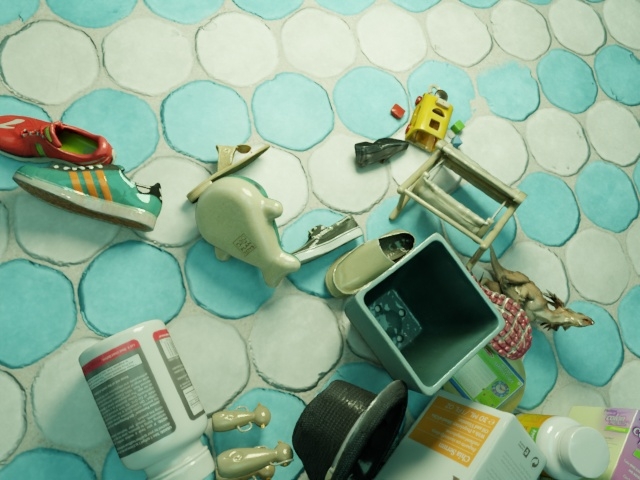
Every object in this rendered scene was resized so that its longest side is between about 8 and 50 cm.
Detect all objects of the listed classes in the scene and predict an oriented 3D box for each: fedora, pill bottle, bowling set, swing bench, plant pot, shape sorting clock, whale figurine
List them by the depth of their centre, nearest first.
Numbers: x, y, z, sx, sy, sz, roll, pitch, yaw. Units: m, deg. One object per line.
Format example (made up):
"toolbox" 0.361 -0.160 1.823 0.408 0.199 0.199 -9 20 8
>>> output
"pill bottle" -0.332 0.333 1.042 0.176 0.176 0.319 -24 82 -20
"fedora" 0.043 0.397 1.068 0.152 0.334 0.334 30 66 26
"bowling set" -0.133 0.494 1.079 0.154 0.200 0.287 -3 32 -16
"plant pot" 0.198 0.176 1.189 0.247 0.252 0.248 -35 86 -22
"pill bottle" 0.524 0.468 1.201 0.136 0.246 0.137 4 74 -14
"whale figurine" -0.155 -0.026 1.208 0.272 0.216 0.141 48 26 -6
"shape sorting clock" 0.399 0.336 1.293 0.206 0.040 0.206 0 86 2
"swing bench" 0.352 -0.104 1.328 0.253 0.165 0.255 37 69 14

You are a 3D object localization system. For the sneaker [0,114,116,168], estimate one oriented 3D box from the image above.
"sneaker" -0.592 -0.229 1.156 0.278 0.118 0.107 11 72 -12

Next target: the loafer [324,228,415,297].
"loafer" 0.127 0.044 1.291 0.268 0.092 0.102 -34 86 -21

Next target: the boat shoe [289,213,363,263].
"boat shoe" 0.000 0.000 1.282 0.219 0.078 0.070 -25 84 -28

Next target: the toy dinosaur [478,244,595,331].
"toy dinosaur" 0.529 0.140 1.362 0.200 0.127 0.296 -11 56 -34

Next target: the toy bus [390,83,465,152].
"toy bus" 0.310 -0.346 1.442 0.190 0.104 0.202 -22 82 -20

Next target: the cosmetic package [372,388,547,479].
"cosmetic package" 0.233 0.553 1.092 0.453 0.230 0.161 -47 110 -22

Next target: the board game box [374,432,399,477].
"board game box" 0.088 0.472 1.199 0.186 0.026 0.126 8 74 -13

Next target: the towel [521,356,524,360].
"towel" 0.427 0.272 1.348 0.197 0.029 0.144 32 72 -5

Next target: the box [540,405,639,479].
"box" 0.665 0.528 1.242 0.117 0.213 0.243 37 68 -3

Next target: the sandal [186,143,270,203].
"sandal" -0.234 -0.189 1.260 0.240 0.088 0.079 -39 94 -16

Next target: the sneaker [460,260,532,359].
"sneaker" 0.387 0.161 1.288 0.121 0.112 0.299 -40 76 -8

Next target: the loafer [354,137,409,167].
"loafer" 0.162 -0.235 1.405 0.170 0.062 0.061 -12 117 -25

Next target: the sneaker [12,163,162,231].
"sneaker" -0.500 -0.119 1.163 0.302 0.108 0.121 19 70 -18
